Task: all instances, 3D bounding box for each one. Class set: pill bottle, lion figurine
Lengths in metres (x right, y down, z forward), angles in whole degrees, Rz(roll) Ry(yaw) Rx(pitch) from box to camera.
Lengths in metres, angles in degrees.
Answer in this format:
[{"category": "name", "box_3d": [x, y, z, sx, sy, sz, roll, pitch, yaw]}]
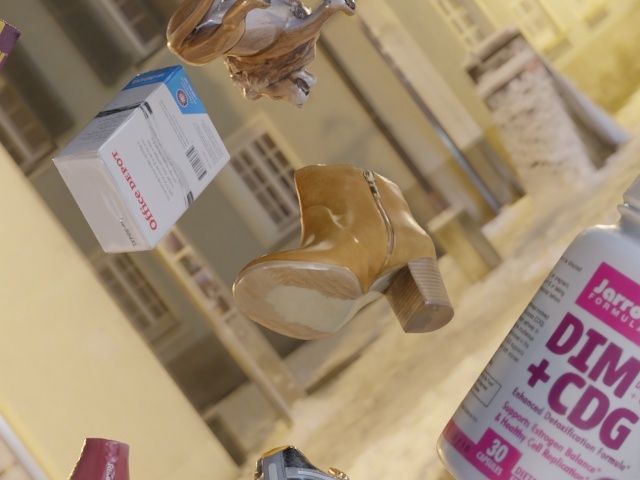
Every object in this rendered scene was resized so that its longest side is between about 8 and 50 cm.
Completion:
[{"category": "pill bottle", "box_3d": [0.227, 0.089, 1.113, 0.283, 0.160, 0.160, -57, -1, 4]}, {"category": "lion figurine", "box_3d": [-0.103, -0.282, 1.927, 0.240, 0.142, 0.392, -32, -19, 28]}]

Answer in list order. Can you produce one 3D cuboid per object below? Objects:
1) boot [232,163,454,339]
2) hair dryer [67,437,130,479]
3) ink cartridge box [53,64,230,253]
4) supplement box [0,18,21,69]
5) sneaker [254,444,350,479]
[{"category": "boot", "box_3d": [0.001, -0.001, 1.590, 0.295, 0.211, 0.104, 8, -48, -37]}, {"category": "hair dryer", "box_3d": [-0.240, 0.255, 1.083, 0.293, 0.223, 0.080, -41, 14, -31]}, {"category": "ink cartridge box", "box_3d": [-0.220, -0.102, 1.826, 0.086, 0.148, 0.203, -5, 33, 36]}, {"category": "supplement box", "box_3d": [-0.203, -0.089, 0.760, 0.083, 0.043, 0.055, -61, -33, 1]}, {"category": "sneaker", "box_3d": [0.011, 0.205, 1.041, 0.084, 0.083, 0.215, -20, -27, 9]}]
